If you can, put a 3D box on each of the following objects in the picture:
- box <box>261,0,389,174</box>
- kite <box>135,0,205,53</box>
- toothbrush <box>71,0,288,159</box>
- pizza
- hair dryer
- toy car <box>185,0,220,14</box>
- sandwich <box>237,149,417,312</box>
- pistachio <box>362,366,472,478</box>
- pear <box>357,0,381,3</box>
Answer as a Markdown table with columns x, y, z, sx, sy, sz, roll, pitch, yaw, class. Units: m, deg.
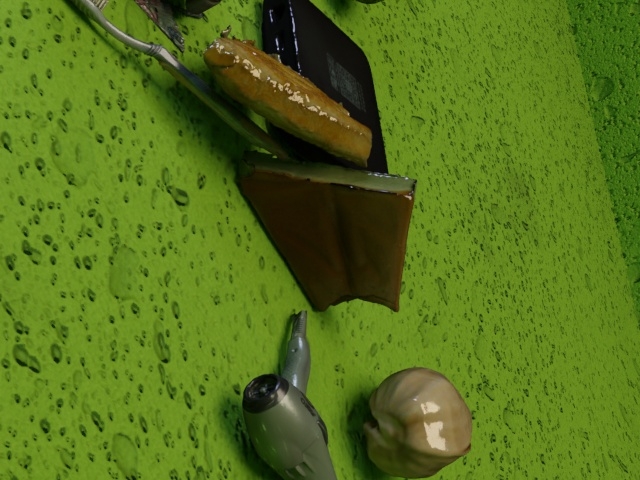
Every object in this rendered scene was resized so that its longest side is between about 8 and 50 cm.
| x | y | z | sx | sy | sz | roll | pitch | yaw | class |
| --- | --- | --- | --- | --- | --- | --- | --- | --- | --- |
| 0.013 | -0.235 | 1.677 | 0.289 | 0.073 | 0.290 | 30 | 45 | -52 | box |
| -0.204 | -0.318 | 1.421 | 0.156 | 0.011 | 0.139 | -1 | 74 | -60 | kite |
| -0.173 | -0.207 | 1.319 | 0.375 | 0.028 | 0.037 | 38 | 71 | -31 | toothbrush |
| -0.059 | -0.204 | 1.440 | 0.279 | 0.075 | 0.288 | 31 | 12 | -22 | pizza |
| -0.010 | 0.233 | 1.324 | 0.267 | 0.092 | 0.229 | -57 | 129 | -69 | hair dryer |
| -0.190 | -0.480 | 1.320 | 0.336 | 0.226 | 0.242 | 28 | 48 | -48 | toy car |
| 0.000 | 0.000 | 1.449 | 0.063 | 0.244 | 0.212 | -61 | 159 | -61 | sandwich |
| 0.145 | 0.256 | 1.483 | 0.229 | 0.157 | 0.157 | -3 | 73 | -71 | pistachio |
| 0.098 | -0.526 | 1.915 | 0.187 | 0.187 | 0.220 | 38 | 33 | -44 | pear |
